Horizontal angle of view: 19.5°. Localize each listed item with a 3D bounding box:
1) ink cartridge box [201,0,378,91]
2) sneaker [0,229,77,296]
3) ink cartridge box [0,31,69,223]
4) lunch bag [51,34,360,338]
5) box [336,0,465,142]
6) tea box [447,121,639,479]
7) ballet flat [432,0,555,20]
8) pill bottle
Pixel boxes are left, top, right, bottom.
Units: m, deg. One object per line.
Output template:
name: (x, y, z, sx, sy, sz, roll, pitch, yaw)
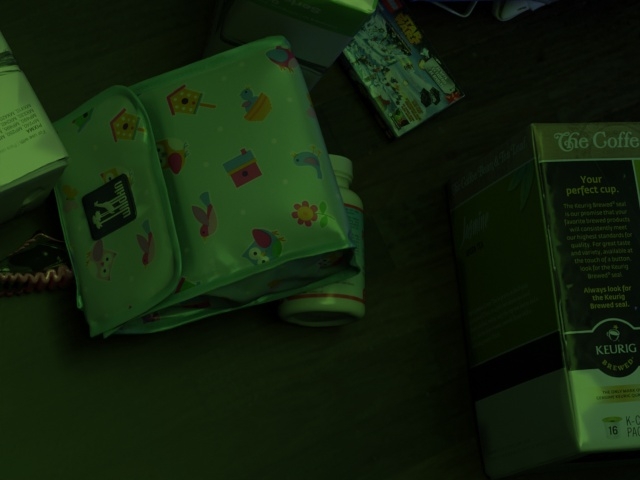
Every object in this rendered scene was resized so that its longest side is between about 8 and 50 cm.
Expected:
ink cartridge box: (-0.017, -0.272, 1.803, 0.115, 0.273, 0.198, 18, 71, -12)
sneaker: (-0.273, 0.019, 1.764, 0.119, 0.047, 0.057, -5, 71, -28)
ink cartridge box: (-0.340, -0.134, 1.706, 0.100, 0.172, 0.237, -28, 86, -22)
lunch bag: (-0.118, -0.042, 1.732, 0.262, 0.160, 0.223, -16, 77, 0)
box: (0.075, -0.183, 1.944, 0.094, 0.027, 0.137, -32, 88, -22)
tea box: (0.332, 0.058, 1.867, 0.329, 0.220, 0.323, -1, 77, -20)
ballet flat: (0.178, -0.269, 1.992, 0.213, 0.072, 0.068, 8, 101, -17)
pill bottle: (0.000, 0.000, 1.838, 0.087, 0.087, 0.160, 5, 75, -18)
